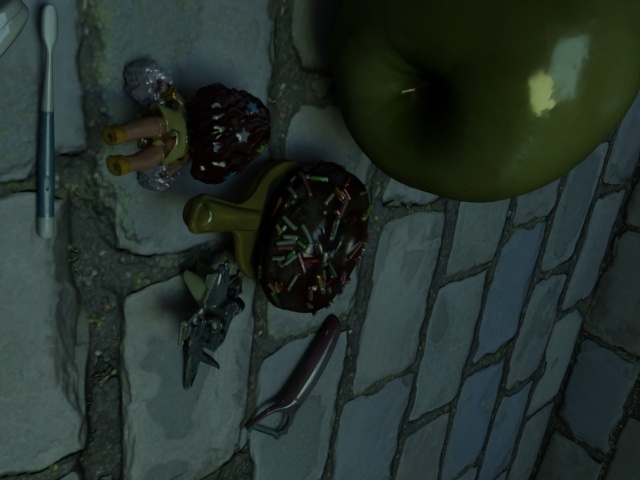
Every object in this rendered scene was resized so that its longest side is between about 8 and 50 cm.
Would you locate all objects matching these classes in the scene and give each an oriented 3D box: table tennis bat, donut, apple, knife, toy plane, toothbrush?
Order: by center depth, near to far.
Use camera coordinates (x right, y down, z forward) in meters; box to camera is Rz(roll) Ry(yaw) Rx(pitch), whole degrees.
[{"bbox_3d":[-0.319,-0.131,0.686,0.019,0.025,0.276,-7,117,-38],"label":"toothbrush"},{"bbox_3d":[0.251,-0.289,0.882,0.473,0.473,0.474,-23,126,-36],"label":"apple"},{"bbox_3d":[-0.098,-0.033,0.896,0.321,0.050,0.199,2,107,-66],"label":"table tennis bat"},{"bbox_3d":[-0.175,0.144,0.934,0.192,0.088,0.262,-46,149,-60],"label":"toy plane"},{"bbox_3d":[0.000,0.000,0.967,0.270,0.103,0.270,-52,155,-37],"label":"donut"},{"bbox_3d":[-0.029,0.279,1.187,0.278,0.053,0.123,-56,145,-6],"label":"knife"}]

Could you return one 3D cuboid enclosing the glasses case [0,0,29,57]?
[{"bbox_3d":[-0.364,-0.170,0.574,0.193,0.074,0.049,-51,138,-14],"label":"glasses case"}]

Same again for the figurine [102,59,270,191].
[{"bbox_3d":[-0.170,-0.138,0.761,0.240,0.115,0.175,-18,122,-39],"label":"figurine"}]
